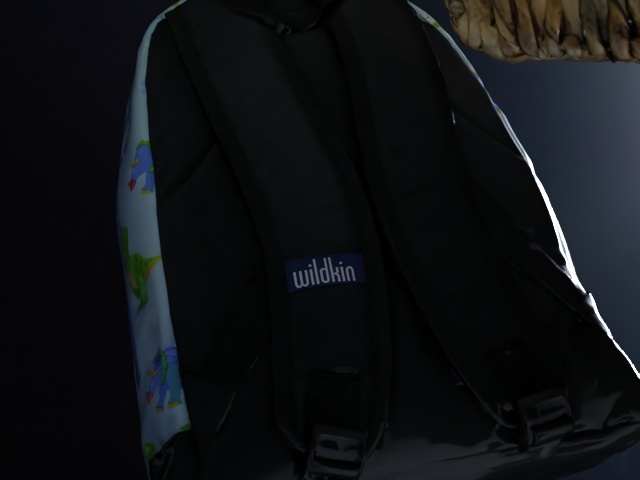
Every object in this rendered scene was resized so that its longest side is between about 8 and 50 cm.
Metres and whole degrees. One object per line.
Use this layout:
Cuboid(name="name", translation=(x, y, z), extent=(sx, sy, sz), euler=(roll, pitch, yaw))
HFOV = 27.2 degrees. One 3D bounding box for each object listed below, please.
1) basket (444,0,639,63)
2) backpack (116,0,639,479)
Cuboid(name="basket", translation=(0.163, -0.247, 0.717), extent=(0.213, 0.223, 0.299), euler=(3, -76, 19))
Cuboid(name="backpack", translation=(0.000, 0.000, 0.811), extent=(0.290, 0.355, 0.273), euler=(-12, -18, -14))
